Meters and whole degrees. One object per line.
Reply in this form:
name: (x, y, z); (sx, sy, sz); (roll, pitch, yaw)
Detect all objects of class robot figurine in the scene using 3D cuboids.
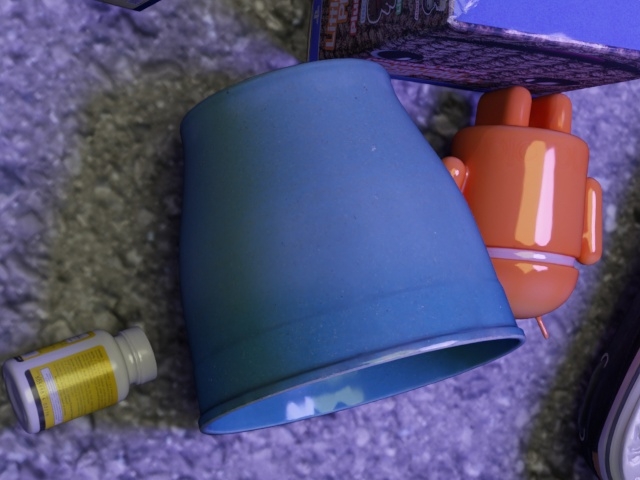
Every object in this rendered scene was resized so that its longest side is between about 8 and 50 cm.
robot figurine: (0.172, -0.025, 1.477); (0.158, 0.128, 0.220); (11, 83, -61)

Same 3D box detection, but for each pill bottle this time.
pill bottle: (-0.197, 0.111, 1.358); (0.116, 0.065, 0.065); (-19, 96, -20)

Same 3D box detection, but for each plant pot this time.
plant pot: (0.000, 0.000, 1.350); (0.271, 0.271, 0.255); (-12, 78, -22)

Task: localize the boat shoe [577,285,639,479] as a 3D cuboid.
boat shoe: (0.394, 0.033, 1.546); (0.186, 0.156, 0.500); (33, 81, -11)

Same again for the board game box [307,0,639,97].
board game box: (0.151, -0.214, 1.383); (0.232, 0.291, 0.141); (6, 87, -21)

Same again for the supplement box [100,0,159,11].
supplement box: (-0.172, -0.232, 1.366); (0.083, 0.083, 0.056); (12, 84, -22)
